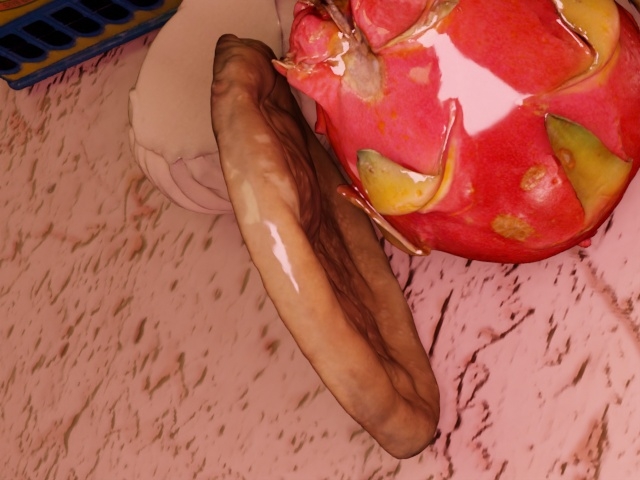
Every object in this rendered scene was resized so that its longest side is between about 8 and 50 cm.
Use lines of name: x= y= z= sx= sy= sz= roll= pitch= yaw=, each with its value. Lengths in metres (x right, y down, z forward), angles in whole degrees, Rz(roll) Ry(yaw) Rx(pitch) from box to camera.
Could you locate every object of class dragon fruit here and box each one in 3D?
dragon fruit: x=0.097 y=-0.094 z=1.209 sx=0.224 sy=0.227 sz=0.224 roll=-16 pitch=58 yaw=29

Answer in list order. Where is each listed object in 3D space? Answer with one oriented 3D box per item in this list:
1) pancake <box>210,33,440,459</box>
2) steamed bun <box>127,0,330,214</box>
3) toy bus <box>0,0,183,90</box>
pancake: x=0.000 y=0.000 z=1.230 sx=0.049 sy=0.294 sz=0.294 roll=-26 pitch=50 yaw=7
steamed bun: x=-0.052 y=-0.101 z=1.437 sx=0.183 sy=0.106 sz=0.183 roll=-18 pitch=60 yaw=34
toy bus: x=-0.205 y=-0.246 z=1.607 sx=0.287 sy=0.175 sz=0.138 roll=-18 pitch=58 yaw=37
